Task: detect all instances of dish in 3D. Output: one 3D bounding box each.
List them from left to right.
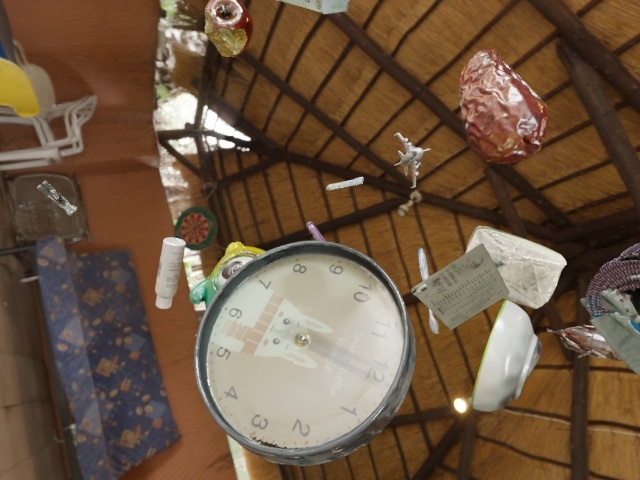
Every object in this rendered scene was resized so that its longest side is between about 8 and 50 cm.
[{"bbox_3d":[0.535,0.340,1.156,0.124,0.324,0.325,17,-59,30],"label":"dish"}]

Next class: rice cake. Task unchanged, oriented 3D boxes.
[{"bbox_3d":[0.128,-0.290,2.124,0.043,0.210,0.034,-7,-83,68],"label":"rice cake"}]

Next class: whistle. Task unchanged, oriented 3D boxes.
[{"bbox_3d":[0.000,0.000,1.606,0.177,0.033,0.033,55,-31,14],"label":"whistle"}]

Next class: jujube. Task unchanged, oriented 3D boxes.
[{"bbox_3d":[0.485,-0.376,1.142,0.216,0.216,0.343,125,-36,-57],"label":"jujube"}]

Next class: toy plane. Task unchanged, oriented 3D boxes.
[{"bbox_3d":[0.254,-0.232,1.157,0.171,0.065,0.162,166,-94,-78],"label":"toy plane"}]

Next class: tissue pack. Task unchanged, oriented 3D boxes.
[{"bbox_3d":[0.671,0.081,1.490,0.297,0.380,0.207,23,-80,16],"label":"tissue pack"}]

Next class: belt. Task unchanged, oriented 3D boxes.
[{"bbox_3d":[0.676,0.161,0.777,0.325,0.122,0.260,58,-26,18],"label":"belt"}]

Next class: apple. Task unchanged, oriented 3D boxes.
[{"bbox_3d":[-0.288,-0.676,1.308,0.158,0.155,0.147,125,-12,-76],"label":"apple"}]

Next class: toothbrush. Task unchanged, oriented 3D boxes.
[{"bbox_3d":[0.479,0.215,1.845,0.035,0.042,0.414,-22,-124,32],"label":"toothbrush"}]

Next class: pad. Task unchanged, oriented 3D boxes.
[{"bbox_3d":[0.298,0.108,0.850,0.265,0.159,0.009,40,18,-47],"label":"pad"}]

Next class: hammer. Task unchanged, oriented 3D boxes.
[{"bbox_3d":[-0.656,-0.110,1.022,0.103,0.029,0.246,48,-20,-21],"label":"hammer"}]

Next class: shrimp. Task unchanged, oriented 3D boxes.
[{"bbox_3d":[0.698,0.265,1.084,0.190,0.075,0.073,11,-50,32],"label":"shrimp"}]

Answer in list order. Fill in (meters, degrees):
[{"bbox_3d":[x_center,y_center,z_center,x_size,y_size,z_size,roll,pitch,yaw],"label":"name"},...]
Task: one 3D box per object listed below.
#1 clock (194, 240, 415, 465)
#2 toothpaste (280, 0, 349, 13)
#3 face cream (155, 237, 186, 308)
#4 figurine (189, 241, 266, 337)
[{"bbox_3d":[-0.032,0.171,0.713,0.386,0.386,0.076,56,-7,36],"label":"clock"},{"bbox_3d":[-0.068,-0.626,1.019,0.336,0.081,0.067,38,-38,36],"label":"toothpaste"},{"bbox_3d":[-0.560,0.126,1.525,0.082,0.081,0.269,36,-65,53],"label":"face cream"},{"bbox_3d":[-0.252,0.180,1.342,0.231,0.323,0.340,124,-16,-74],"label":"figurine"}]
